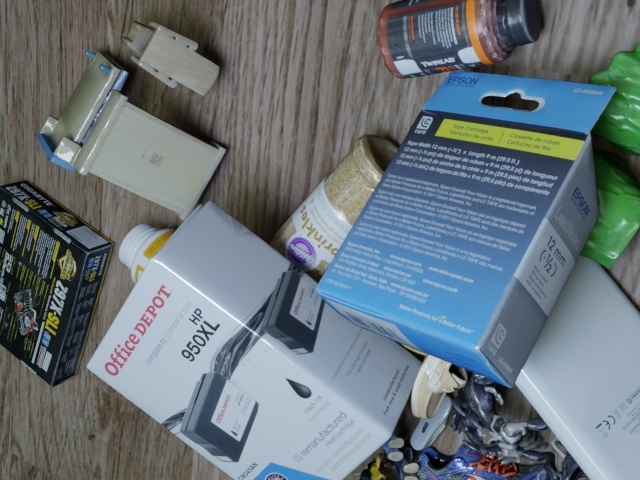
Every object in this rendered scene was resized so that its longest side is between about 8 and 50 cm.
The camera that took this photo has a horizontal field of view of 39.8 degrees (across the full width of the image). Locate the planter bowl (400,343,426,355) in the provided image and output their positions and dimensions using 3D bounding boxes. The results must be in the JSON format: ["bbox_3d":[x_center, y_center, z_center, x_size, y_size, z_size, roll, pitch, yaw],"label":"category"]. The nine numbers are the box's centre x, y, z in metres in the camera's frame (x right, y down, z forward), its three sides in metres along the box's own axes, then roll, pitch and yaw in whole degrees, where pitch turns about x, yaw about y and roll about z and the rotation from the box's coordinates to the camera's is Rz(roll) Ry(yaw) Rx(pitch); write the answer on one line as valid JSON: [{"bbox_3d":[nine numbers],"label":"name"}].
[{"bbox_3d":[0.173,0.048,1.244,0.217,0.090,0.217,10,110,30],"label":"planter bowl"}]

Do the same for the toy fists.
[{"bbox_3d":[0.359,-0.109,1.082,0.142,0.096,0.279,32,112,9],"label":"toy fists"}]

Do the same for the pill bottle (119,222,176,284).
[{"bbox_3d":[-0.236,0.058,1.490,0.215,0.117,0.117,33,117,22],"label":"pill bottle"}]

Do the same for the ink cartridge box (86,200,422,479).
[{"bbox_3d":[-0.102,0.180,1.278,0.395,0.166,0.285,37,129,-1],"label":"ink cartridge box"}]

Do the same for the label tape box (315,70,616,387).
[{"bbox_3d":[0.187,-0.030,1.061,0.249,0.115,0.348,17,69,44],"label":"label tape box"}]

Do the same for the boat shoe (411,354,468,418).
[{"bbox_3d":[0.171,0.176,1.188,0.059,0.063,0.170,28,117,30],"label":"boat shoe"}]

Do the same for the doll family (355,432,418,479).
[{"bbox_3d":[0.103,0.346,1.369,0.076,0.111,0.193,11,106,-12],"label":"doll family"}]

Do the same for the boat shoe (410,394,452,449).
[{"bbox_3d":[0.174,0.274,1.336,0.035,0.035,0.100,37,107,37],"label":"boat shoe"}]

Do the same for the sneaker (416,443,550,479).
[{"bbox_3d":[0.229,0.343,1.293,0.221,0.083,0.087,-12,90,32],"label":"sneaker"}]

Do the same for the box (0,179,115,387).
[{"bbox_3d":[-0.550,0.083,1.721,0.257,0.079,0.322,31,117,20],"label":"box"}]

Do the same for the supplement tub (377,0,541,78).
[{"bbox_3d":[0.180,-0.275,1.149,0.198,0.106,0.106,-4,100,34],"label":"supplement tub"}]

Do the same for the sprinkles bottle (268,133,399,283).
[{"bbox_3d":[0.000,0.000,1.325,0.121,0.121,0.355,50,122,12],"label":"sprinkles bottle"}]

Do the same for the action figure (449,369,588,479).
[{"bbox_3d":[0.273,0.245,1.210,0.276,0.141,0.164,46,134,46],"label":"action figure"}]

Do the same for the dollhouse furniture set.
[{"bbox_3d":[-0.304,-0.220,1.496,0.286,0.198,0.303,-59,36,6],"label":"dollhouse furniture set"}]

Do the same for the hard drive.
[{"bbox_3d":[0.340,0.153,1.105,0.307,0.203,0.040,53,151,11],"label":"hard drive"}]
